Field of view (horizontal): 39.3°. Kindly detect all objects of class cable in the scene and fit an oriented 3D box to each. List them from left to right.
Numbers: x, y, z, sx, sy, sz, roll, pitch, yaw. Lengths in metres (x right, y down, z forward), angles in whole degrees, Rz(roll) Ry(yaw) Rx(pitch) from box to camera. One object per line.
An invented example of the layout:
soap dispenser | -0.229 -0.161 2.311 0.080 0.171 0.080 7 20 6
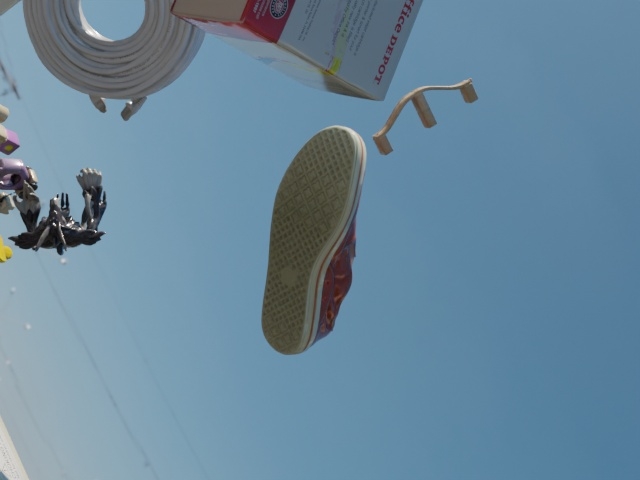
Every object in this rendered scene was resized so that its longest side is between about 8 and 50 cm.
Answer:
cable | -0.283 -0.321 1.224 0.257 0.257 0.089 50 15 -8

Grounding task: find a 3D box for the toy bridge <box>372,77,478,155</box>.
toy bridge | 0.162 -0.208 1.416 0.063 0.188 0.026 61 -10 -19

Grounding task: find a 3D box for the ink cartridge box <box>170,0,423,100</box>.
ink cartridge box | -0.015 -0.222 0.817 0.127 0.176 0.128 23 -89 50

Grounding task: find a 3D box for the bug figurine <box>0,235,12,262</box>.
bug figurine | -0.313 -0.104 0.656 0.216 0.072 0.279 50 17 -55

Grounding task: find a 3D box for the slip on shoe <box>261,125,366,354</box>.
slip on shoe | 0.000 0.000 1.226 0.123 0.101 0.331 27 -64 33

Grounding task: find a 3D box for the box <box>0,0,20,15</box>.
box | -0.401 -0.373 0.787 0.215 0.168 0.345 62 12 27

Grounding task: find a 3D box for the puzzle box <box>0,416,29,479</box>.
puzzle box | -0.300 0.169 0.650 0.409 0.052 0.272 59 -1 16

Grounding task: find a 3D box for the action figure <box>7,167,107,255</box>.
action figure | -0.456 -0.051 1.579 0.275 0.164 0.140 -128 -150 -79

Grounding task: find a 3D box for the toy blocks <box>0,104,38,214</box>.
toy blocks | -0.862 -0.195 2.036 0.260 0.289 0.309 35 20 -55
